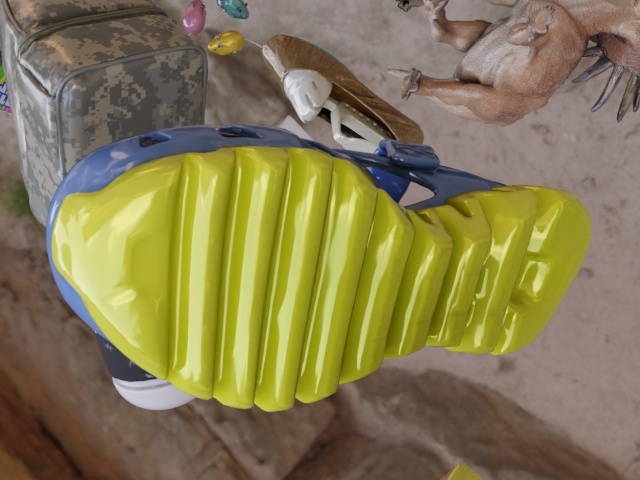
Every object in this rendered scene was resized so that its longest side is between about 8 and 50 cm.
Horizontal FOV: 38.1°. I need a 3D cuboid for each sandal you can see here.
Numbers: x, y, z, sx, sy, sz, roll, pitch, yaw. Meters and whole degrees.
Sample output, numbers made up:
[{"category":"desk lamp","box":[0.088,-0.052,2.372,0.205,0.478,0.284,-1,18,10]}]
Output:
[{"category":"sandal","box":[0.000,0.000,0.477,0.138,0.317,0.126,33,109,41]}]

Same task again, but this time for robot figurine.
[{"category":"robot figurine","box":[-0.243,0.110,1.349,0.173,0.209,0.278,-9,111,13]}]

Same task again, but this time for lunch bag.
[{"category":"lunch bag","box":[-0.289,-0.173,1.156,0.256,0.212,0.305,42,142,32]}]

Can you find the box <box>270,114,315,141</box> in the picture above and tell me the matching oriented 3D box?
[{"category":"box","box":[-0.020,-0.071,1.352,0.203,0.103,0.114,45,171,-11]}]

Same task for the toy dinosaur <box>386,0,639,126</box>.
[{"category":"toy dinosaur","box":[0.203,-0.170,0.892,0.200,0.127,0.295,23,147,-36]}]

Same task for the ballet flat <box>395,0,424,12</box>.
[{"category":"ballet flat","box":[0.111,-0.379,1.379,0.084,0.250,0.058,47,109,7]}]

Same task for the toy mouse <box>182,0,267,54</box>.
[{"category":"toy mouse","box":[-0.178,-0.387,1.573,0.031,0.161,0.143,159,100,-74]}]

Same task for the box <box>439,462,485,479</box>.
[{"category":"box","box":[0.019,0.179,0.402,0.058,0.087,0.232,38,147,6]}]

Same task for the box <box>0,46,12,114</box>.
[{"category":"box","box":[-0.473,-0.350,1.392,0.177,0.290,0.279,34,98,35]}]

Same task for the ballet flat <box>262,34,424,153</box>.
[{"category":"ballet flat","box":[0.032,-0.230,1.637,0.342,0.124,0.116,36,137,-14]}]
